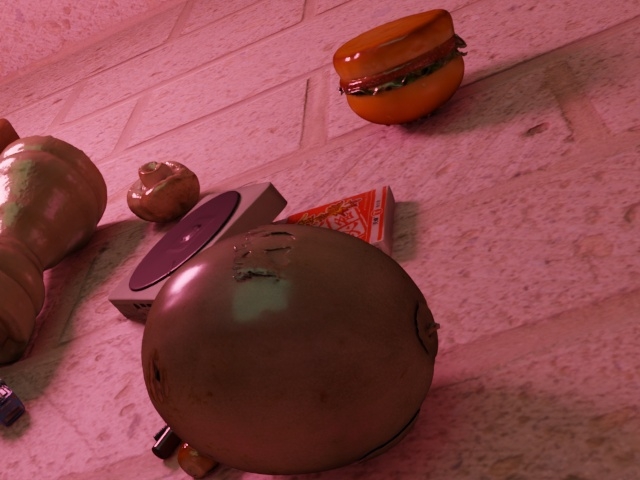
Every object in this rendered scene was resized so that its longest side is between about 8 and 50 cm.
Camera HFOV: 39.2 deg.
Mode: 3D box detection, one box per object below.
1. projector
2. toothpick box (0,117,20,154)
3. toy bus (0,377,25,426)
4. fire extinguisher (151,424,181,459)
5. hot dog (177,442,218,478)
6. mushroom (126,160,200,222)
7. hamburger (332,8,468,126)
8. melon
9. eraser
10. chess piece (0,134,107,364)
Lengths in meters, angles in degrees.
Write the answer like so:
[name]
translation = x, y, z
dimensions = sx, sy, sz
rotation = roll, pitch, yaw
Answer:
[projector]
translation = -0.196, 0.023, 1.433
dimensions = 0.259, 0.079, 0.257
rotation = -48, 20, -24
[toothpick box]
translation = -0.859, -0.186, 2.296
dimensions = 0.188, 0.190, 0.308
rotation = -28, 24, 4
[toy bus]
translation = -0.520, 0.242, 1.404
dimensions = 0.153, 0.061, 0.051
rotation = 11, 45, 47
[fire extinguisher]
translation = -0.185, 0.239, 1.159
dimensions = 0.100, 0.032, 0.046
rotation = -53, 2, -38
[hot dog]
translation = -0.102, 0.201, 1.120
dimensions = 0.066, 0.047, 0.215
rotation = 3, 41, 40
[mushroom]
translation = -0.301, -0.095, 1.717
dimensions = 0.148, 0.112, 0.148
rotation = -13, 33, 9
[hamburger]
translation = 0.149, -0.298, 1.596
dimensions = 0.246, 0.169, 0.246
rotation = -20, 17, 6
[melon]
translation = -0.029, 0.114, 0.970
dimensions = 0.330, 0.268, 0.268
rotation = -5, 35, 23
[eraser]
translation = 0.000, 0.000, 1.372
dimensions = 0.230, 0.038, 0.157
rotation = -17, 30, 18
[chess piece]
translation = -0.561, 0.015, 1.649
dimensions = 0.234, 0.234, 0.442
rotation = -17, 34, 20
